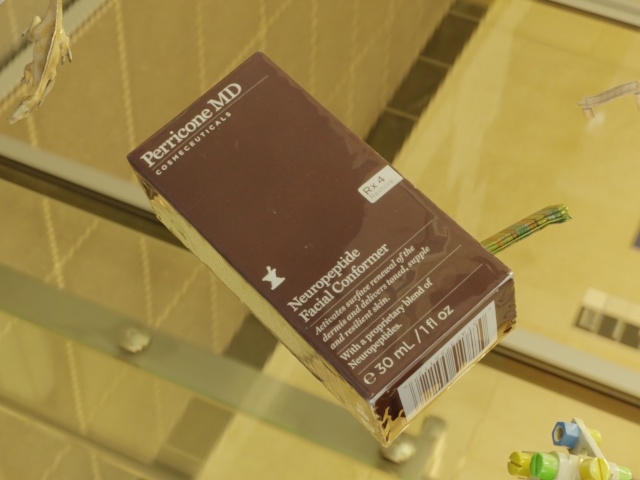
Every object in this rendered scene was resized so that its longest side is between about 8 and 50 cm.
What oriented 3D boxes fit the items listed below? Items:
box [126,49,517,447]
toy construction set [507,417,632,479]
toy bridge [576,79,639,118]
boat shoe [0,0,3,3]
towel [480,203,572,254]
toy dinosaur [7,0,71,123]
[{"bbox_3d":[0.000,0.000,1.238,0.191,0.381,0.143,-41,152,-12],"label":"box"},{"bbox_3d":[0.294,0.316,1.289,0.328,0.151,0.215,-171,-83,-84],"label":"toy construction set"},{"bbox_3d":[0.477,-0.216,1.818,0.063,0.188,0.026,47,41,-61],"label":"toy bridge"},{"bbox_3d":[-0.349,-0.236,1.119,0.049,0.142,0.040,65,26,-52],"label":"boat shoe"},{"bbox_3d":[0.167,0.023,1.369,0.237,0.021,0.102,-28,179,1],"label":"towel"},{"bbox_3d":[-0.265,-0.197,1.194,0.092,0.053,0.183,-174,-84,-74],"label":"toy dinosaur"}]
